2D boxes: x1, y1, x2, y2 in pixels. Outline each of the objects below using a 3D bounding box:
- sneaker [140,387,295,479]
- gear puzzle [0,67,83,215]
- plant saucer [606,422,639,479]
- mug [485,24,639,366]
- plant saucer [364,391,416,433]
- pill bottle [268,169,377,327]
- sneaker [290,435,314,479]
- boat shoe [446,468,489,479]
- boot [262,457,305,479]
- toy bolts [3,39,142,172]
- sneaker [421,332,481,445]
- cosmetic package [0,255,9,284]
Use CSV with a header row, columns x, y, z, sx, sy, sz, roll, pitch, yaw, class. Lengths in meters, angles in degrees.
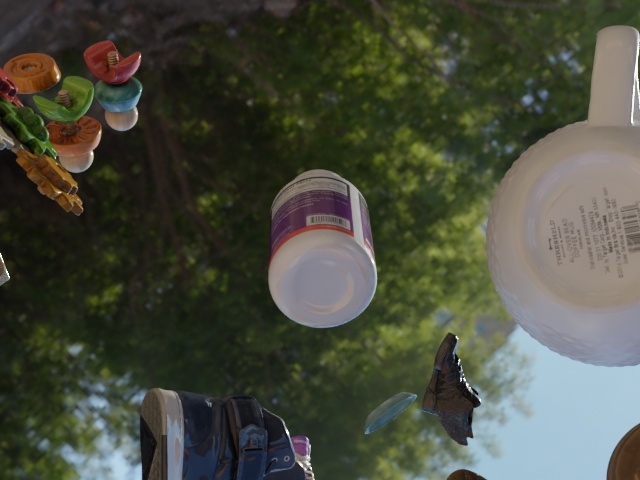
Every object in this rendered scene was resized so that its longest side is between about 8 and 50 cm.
x,y,z,sx,sy,sz,roll,pitch,yaw,class
-0.106,0.270,1.243,0.086,0.163,0.226,-4,-99,56,sneaker
-0.342,-0.154,1.245,0.044,0.339,0.175,-42,154,5,gear puzzle
0.673,0.442,2.235,0.277,0.041,0.278,-11,-127,15,plant saucer
0.319,-0.047,1.313,0.276,0.374,0.328,3,176,17,mug
0.125,0.316,2.225,0.119,0.021,0.119,-33,162,-12,plant saucer
0.000,0.000,2.090,0.181,0.181,0.323,-38,-157,17,pill bottle
-0.052,0.485,2.474,0.282,0.102,0.161,3,-108,62,sneaker
0.319,0.493,2.000,0.104,0.285,0.089,-44,167,-49,boat shoe
-0.124,0.426,2.003,0.305,0.112,0.115,-55,-148,38,boot
-0.427,-0.241,2.116,0.218,0.159,0.228,29,-132,33,toy bolts
0.209,0.226,1.821,0.051,0.089,0.170,-42,149,-59,sneaker
-0.600,0.026,2.115,0.060,0.115,0.041,2,-151,37,cosmetic package
